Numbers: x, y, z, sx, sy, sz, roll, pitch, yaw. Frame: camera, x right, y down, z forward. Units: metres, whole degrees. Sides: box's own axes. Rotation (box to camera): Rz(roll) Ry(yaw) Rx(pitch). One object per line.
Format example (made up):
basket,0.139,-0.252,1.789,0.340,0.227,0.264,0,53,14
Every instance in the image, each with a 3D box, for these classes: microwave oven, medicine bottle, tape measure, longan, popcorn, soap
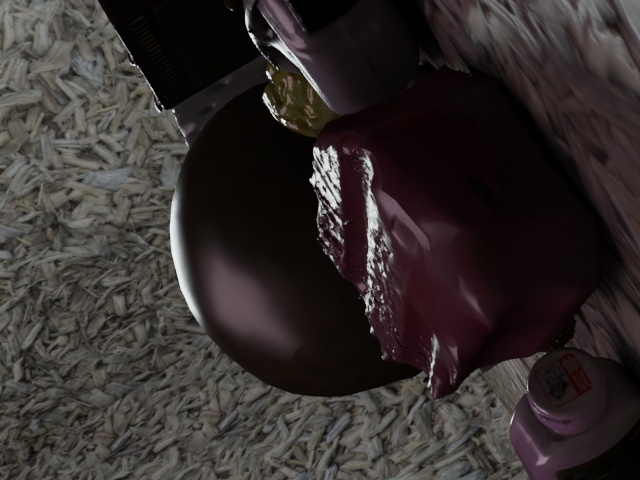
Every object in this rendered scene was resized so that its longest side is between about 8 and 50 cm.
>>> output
microwave oven,-0.157,-0.320,1.802,0.188,0.247,0.178,56,176,45
medicine bottle,0.222,0.162,1.188,0.078,0.115,0.219,59,180,34
tape measure,-0.003,-0.192,1.122,0.197,0.120,0.236,55,-177,39
longan,0.000,0.000,1.655,0.404,0.336,0.405,26,123,50
popcorn,0.014,-0.149,1.318,0.162,0.135,0.141,59,173,3
soap,0.088,-0.006,1.033,0.220,0.127,0.325,57,171,15

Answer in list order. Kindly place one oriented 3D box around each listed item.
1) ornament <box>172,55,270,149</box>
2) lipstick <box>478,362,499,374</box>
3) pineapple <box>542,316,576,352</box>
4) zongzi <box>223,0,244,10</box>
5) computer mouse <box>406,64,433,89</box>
ornament,-0.039,-0.133,1.966,0.239,0.240,0.240,57,-179,-25
lipstick,0.189,0.058,2.195,0.317,0.066,0.068,57,179,6
pineapple,0.193,0.044,1.217,0.058,0.058,0.124,57,166,38
zongzi,-0.184,-0.416,1.516,0.288,0.134,0.286,49,180,35
computer mouse,0.090,-0.114,1.200,0.066,0.039,0.096,57,180,-22
